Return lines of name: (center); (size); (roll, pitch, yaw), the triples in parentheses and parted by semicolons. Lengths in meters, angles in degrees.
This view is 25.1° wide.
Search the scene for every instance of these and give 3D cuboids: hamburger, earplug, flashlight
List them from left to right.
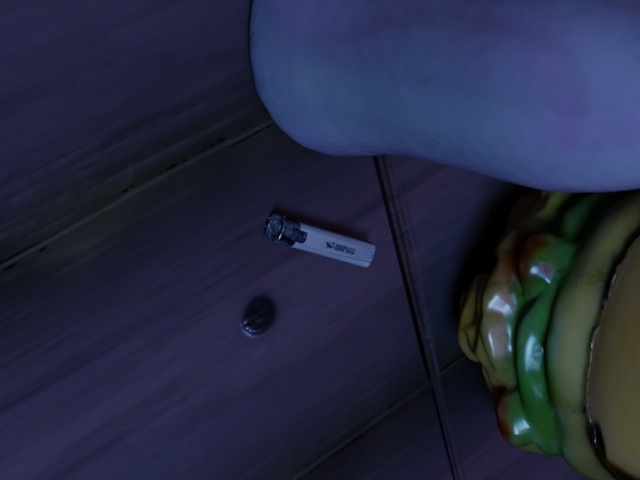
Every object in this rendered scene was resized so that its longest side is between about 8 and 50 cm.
flashlight: (0.000, 0.000, 0.947); (0.083, 0.018, 0.018); (16, 95, -41)
earplug: (0.115, -0.102, 0.820); (0.172, 0.301, 0.172); (-14, 113, -36)
hamburger: (0.193, 0.057, 1.039); (0.237, 0.149, 0.237); (-16, 113, -44)
